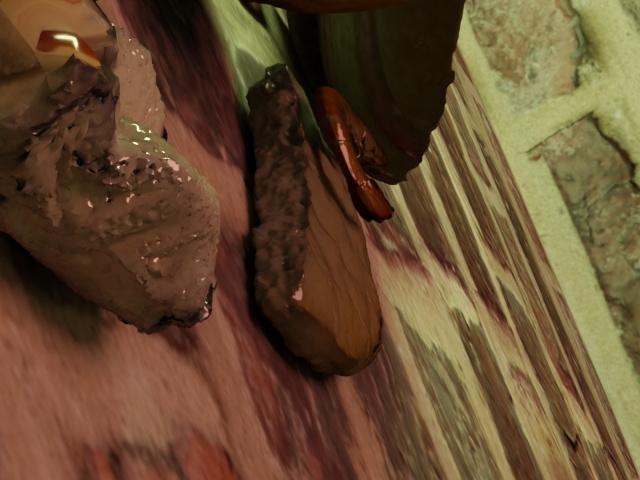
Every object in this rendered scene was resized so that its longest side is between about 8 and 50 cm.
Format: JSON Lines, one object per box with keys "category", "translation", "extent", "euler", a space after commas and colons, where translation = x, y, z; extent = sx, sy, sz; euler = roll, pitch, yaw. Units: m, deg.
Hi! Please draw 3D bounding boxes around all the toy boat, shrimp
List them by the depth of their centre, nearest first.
{"category": "shrimp", "translation": [0.026, -0.047, 1.024], "extent": [0.091, 0.025, 0.127], "euler": [67, 12, 17]}
{"category": "toy boat", "translation": [0.038, -0.162, 1.183], "extent": [0.293, 0.111, 0.276], "euler": [-103, -166, -51]}

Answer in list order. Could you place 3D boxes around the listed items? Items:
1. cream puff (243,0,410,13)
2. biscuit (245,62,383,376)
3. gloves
{"category": "cream puff", "translation": [0.031, -0.293, 0.961], "extent": [0.343, 0.327, 0.231], "euler": [-58, 139, -35]}
{"category": "biscuit", "translation": [0.002, -0.001, 0.970], "extent": [0.141, 0.038, 0.290], "euler": [59, 13, -30]}
{"category": "gloves", "translation": [-0.084, -0.033, 0.574], "extent": [0.153, 0.070, 0.114], "euler": [51, 12, -53]}
